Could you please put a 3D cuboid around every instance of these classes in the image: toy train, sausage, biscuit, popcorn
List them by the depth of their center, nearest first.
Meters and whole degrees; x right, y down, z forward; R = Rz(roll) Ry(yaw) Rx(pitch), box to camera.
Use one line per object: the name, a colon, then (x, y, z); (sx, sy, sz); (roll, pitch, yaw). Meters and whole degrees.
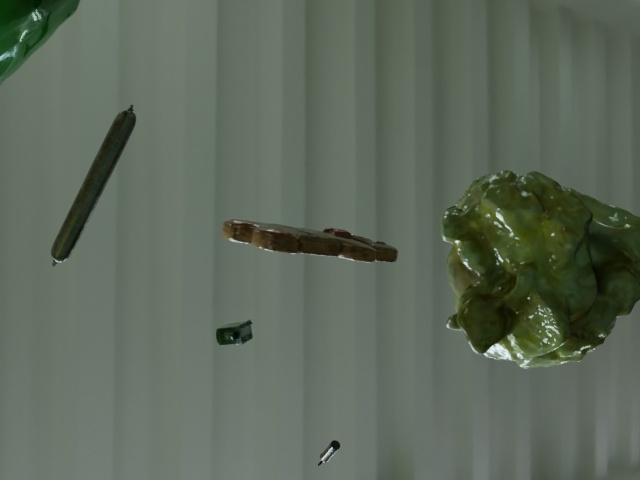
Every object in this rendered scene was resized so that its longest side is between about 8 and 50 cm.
popcorn: (0.191, 0.029, 0.691); (0.188, 0.167, 0.185); (28, -103, -31)
biscuit: (0.000, -0.001, 0.980); (0.250, 0.165, 0.036); (8, -86, -37)
sausage: (-0.335, -0.079, 1.115); (0.033, 0.033, 0.269); (24, -83, -39)
toy train: (-0.158, 0.171, 1.402); (0.093, 0.056, 0.038); (-6, -90, -82)

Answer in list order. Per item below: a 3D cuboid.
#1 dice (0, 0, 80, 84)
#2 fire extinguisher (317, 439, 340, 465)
dice: (-0.304, -0.246, 0.417); (0.300, 0.287, 0.297); (58, -154, -52)
fire extinguisher: (0.015, 0.456, 1.614); (0.022, 0.083, 0.028); (40, -135, 10)
